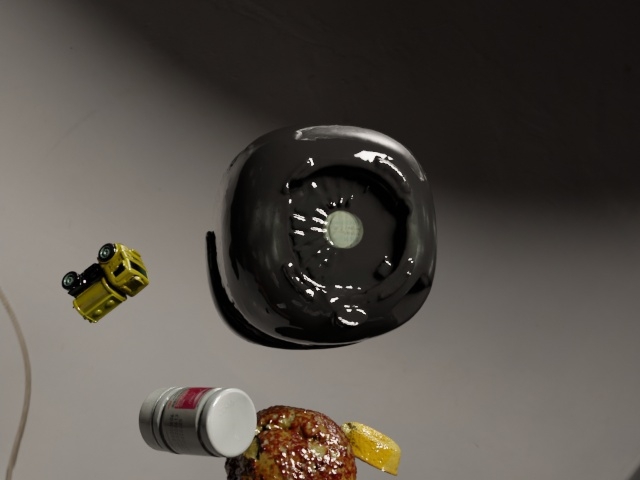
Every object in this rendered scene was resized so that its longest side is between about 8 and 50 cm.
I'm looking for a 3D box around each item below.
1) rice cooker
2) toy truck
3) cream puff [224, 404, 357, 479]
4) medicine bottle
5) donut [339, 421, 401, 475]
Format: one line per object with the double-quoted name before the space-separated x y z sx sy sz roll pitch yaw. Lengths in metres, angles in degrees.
"rice cooker" 0.000 0.000 1.006 0.267 0.224 0.267 1 87 -18
"toy truck" -0.224 0.044 0.957 0.083 0.054 0.049 -37 144 5
"cream puff" -0.032 0.235 0.984 0.149 0.149 0.084 -1 121 -15
"medicine bottle" -0.106 0.155 0.774 0.058 0.091 0.058 10 77 -49
"donut" 0.067 0.280 1.222 0.097 0.108 0.043 27 86 -14
